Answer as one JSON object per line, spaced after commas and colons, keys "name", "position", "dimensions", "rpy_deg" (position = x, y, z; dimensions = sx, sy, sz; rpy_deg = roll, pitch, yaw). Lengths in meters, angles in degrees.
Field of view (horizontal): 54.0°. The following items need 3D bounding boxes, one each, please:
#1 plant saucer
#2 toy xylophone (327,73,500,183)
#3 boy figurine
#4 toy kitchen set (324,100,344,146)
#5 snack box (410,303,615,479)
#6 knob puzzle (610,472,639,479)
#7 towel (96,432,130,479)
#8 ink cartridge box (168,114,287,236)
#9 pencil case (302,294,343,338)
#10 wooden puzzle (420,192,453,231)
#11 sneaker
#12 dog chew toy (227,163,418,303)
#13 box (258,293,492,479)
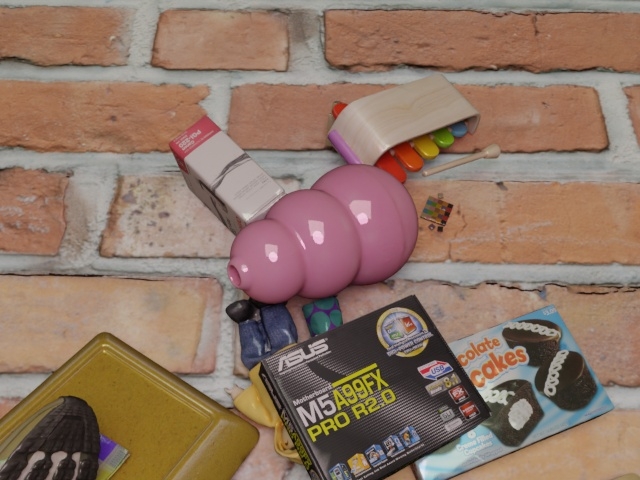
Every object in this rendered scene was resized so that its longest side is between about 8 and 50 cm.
{"name": "plant saucer", "position": [-0.304, 0.293, 0.898], "dimensions": [0.333, 0.081, 0.333], "rpy_deg": [29, 45, 13]}
{"name": "toy xylophone", "position": [0.182, -0.201, 1.167], "dimensions": [0.323, 0.081, 0.236], "rpy_deg": [-16, 62, -26]}
{"name": "boy figurine", "position": [-0.069, 0.222, 0.985], "dimensions": [0.177, 0.092, 0.285], "rpy_deg": [-26, 60, 10]}
{"name": "toy kitchen set", "position": [0.056, -0.228, 1.241], "dimensions": [0.075, 0.083, 0.068], "rpy_deg": [14, 22, 7]}
{"name": "snack box", "position": [0.269, 0.242, 0.996], "dimensions": [0.322, 0.060, 0.187], "rpy_deg": [-19, 64, -9]}
{"name": "knob puzzle", "position": [0.450, 0.438, 0.911], "dimensions": [0.213, 0.030, 0.213], "rpy_deg": [0, 63, 0]}
{"name": "towel", "position": [-0.306, 0.285, 0.841], "dimensions": [0.083, 0.009, 0.060], "rpy_deg": [28, 44, 14]}
{"name": "ink cartridge box", "position": [-0.155, -0.091, 1.115], "dimensions": [0.092, 0.158, 0.218], "rpy_deg": [-42, 69, -16]}
{"name": "pencil case", "position": [0.023, 0.166, 1.034], "dimensions": [0.070, 0.064, 0.151], "rpy_deg": [3, 56, -40]}
{"name": "wooden puzzle", "position": [0.219, -0.055, 1.180], "dimensions": [0.049, 0.006, 0.083], "rpy_deg": [22, 65, 11]}
{"name": "sneaker", "position": [-0.434, 0.339, 0.744], "dimensions": [0.182, 0.158, 0.410], "rpy_deg": [32, 83, 32]}
{"name": "dog chew toy", "position": [0.000, 0.000, 1.008], "dimensions": [0.332, 0.206, 0.206], "rpy_deg": [-22, 63, -34]}
{"name": "box", "position": [0.077, 0.222, 0.911], "dimensions": [0.270, 0.060, 0.216], "rpy_deg": [-20, 64, -22]}
